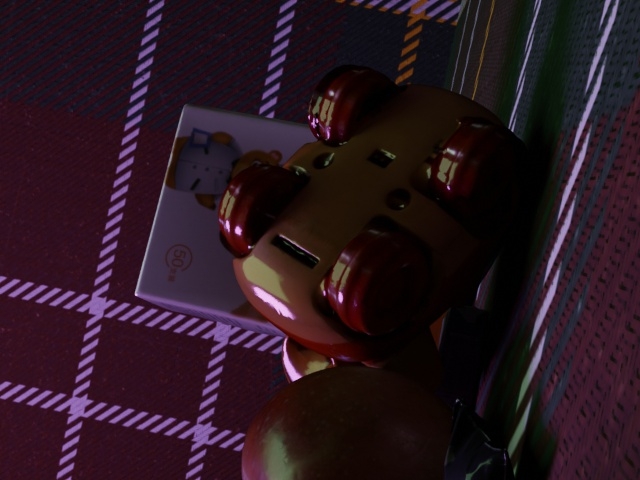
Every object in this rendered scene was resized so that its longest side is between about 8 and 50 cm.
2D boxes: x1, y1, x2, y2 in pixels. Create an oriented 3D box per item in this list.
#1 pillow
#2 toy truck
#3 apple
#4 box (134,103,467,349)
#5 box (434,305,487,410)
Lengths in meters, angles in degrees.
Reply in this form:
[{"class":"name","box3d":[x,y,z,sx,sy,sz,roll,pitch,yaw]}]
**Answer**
[{"class":"pillow","box3d":[0.085,0.175,0.560,0.090,0.048,0.150,-23,-59,-76]},{"class":"toy truck","box3d":[0.055,0.012,0.816,0.265,0.189,0.239,-48,-38,-14]},{"class":"apple","box3d":[0.031,0.187,0.699,0.201,0.162,0.201,168,90,-80]},{"class":"box","box3d":[0.000,0.000,1.066,0.143,0.341,0.225,51,-129,-76]},{"class":"box","box3d":[0.118,0.118,0.858,0.051,0.036,0.117,94,-171,-69]}]
